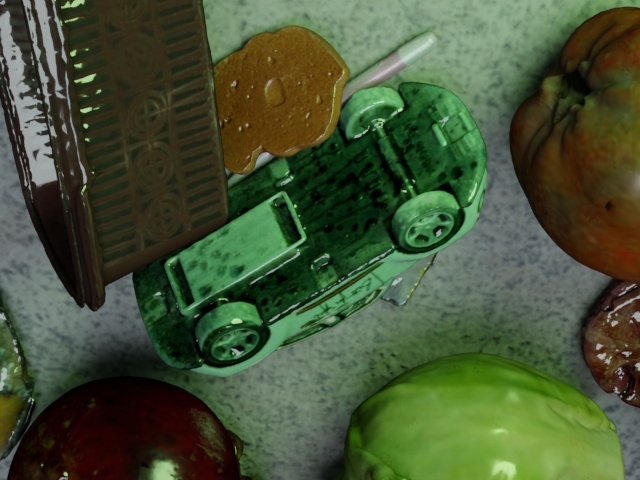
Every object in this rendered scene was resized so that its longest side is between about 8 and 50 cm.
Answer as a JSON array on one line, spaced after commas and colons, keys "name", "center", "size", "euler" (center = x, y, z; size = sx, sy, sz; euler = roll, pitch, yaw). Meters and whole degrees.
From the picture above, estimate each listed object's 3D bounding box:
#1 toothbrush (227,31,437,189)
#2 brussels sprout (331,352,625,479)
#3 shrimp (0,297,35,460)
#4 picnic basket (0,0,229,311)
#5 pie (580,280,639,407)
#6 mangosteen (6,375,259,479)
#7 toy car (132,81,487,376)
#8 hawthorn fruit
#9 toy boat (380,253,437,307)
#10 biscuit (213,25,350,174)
[{"name": "toothbrush", "center": [-0.026, -0.085, 1.090], "size": [0.286, 0.020, 0.025], "euler": [-34, 109, 14]}, {"name": "brussels sprout", "center": [0.124, 0.229, 1.158], "size": [0.294, 0.227, 0.259], "euler": [-11, 133, -6]}, {"name": "shrimp", "center": [-0.383, 0.066, 1.117], "size": [0.272, 0.085, 0.445], "euler": [-5, 117, -10]}, {"name": "picnic basket", "center": [-0.160, -0.115, 0.980], "size": [0.129, 0.222, 0.296], "euler": [-17, 120, -20]}, {"name": "pie", "center": [0.305, 0.082, 1.191], "size": [0.154, 0.038, 0.153], "euler": [-3, 117, -5]}, {"name": "mangosteen", "center": [-0.142, 0.228, 1.161], "size": [0.257, 0.215, 0.215], "euler": [20, 119, -43]}, {"name": "toy car", "center": [0.000, 0.000, 1.075], "size": [0.306, 0.136, 0.125], "euler": [-30, 145, 8]}, {"name": "hawthorn fruit", "center": [0.282, -0.057, 1.029], "size": [0.262, 0.210, 0.210], "euler": [22, 115, -27]}, {"name": "toy boat", "center": [0.070, 0.002, 1.144], "size": [0.063, 0.016, 0.115], "euler": [24, 114, -15]}, {"name": "biscuit", "center": [-0.038, -0.110, 1.048], "size": [0.130, 0.019, 0.102], "euler": [-28, 78, 17]}]
